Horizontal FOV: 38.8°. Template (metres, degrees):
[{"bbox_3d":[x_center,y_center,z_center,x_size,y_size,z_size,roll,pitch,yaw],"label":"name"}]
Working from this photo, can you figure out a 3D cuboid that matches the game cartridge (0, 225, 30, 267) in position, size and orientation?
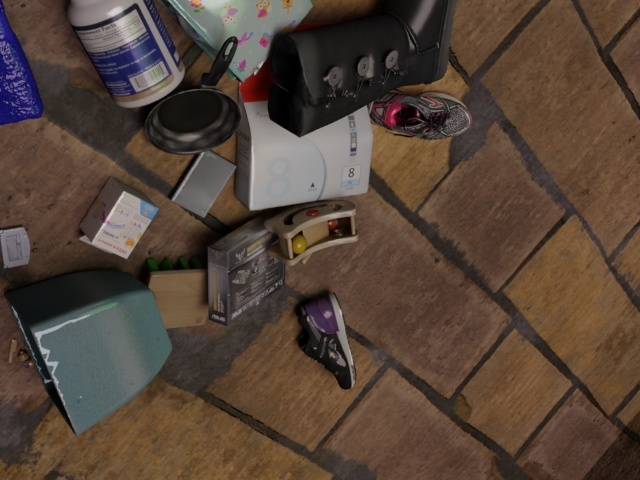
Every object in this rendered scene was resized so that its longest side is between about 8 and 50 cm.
[{"bbox_3d":[-0.607,0.012,1.804,0.055,0.017,0.083,-10,119,-24],"label":"game cartridge"}]

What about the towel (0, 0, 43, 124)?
[{"bbox_3d":[-0.624,-0.321,1.528,0.227,0.076,0.308,-10,126,6],"label":"towel"}]

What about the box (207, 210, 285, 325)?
[{"bbox_3d":[-0.161,0.059,2.017,0.231,0.056,0.183,-36,135,-51],"label":"box"}]

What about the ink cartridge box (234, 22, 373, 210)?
[{"bbox_3d":[-0.026,-0.271,1.977,0.308,0.091,0.385,-10,119,-28],"label":"ink cartridge box"}]

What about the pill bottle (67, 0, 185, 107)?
[{"bbox_3d":[-0.367,-0.390,1.660,0.153,0.153,0.265,-33,127,-14],"label":"pill bottle"}]

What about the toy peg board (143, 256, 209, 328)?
[{"bbox_3d":[-0.325,0.109,2.006,0.161,0.079,0.161,-2,130,-31],"label":"toy peg board"}]

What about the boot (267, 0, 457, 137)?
[{"bbox_3d":[0.083,-0.446,1.868,0.445,0.146,0.367,-23,121,-32],"label":"boot"}]

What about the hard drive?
[{"bbox_3d":[-0.253,-0.126,1.951,0.094,0.022,0.135,29,96,-38],"label":"hard drive"}]

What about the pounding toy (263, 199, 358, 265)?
[{"bbox_3d":[0.000,0.000,2.030,0.269,0.154,0.155,-32,124,-47],"label":"pounding toy"}]

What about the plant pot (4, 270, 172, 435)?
[{"bbox_3d":[-0.451,0.193,1.833,0.252,0.247,0.248,-25,114,-23],"label":"plant pot"}]

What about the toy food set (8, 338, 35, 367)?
[{"bbox_3d":[-0.594,0.237,1.924,0.122,0.019,0.078,3,112,-33],"label":"toy food set"}]

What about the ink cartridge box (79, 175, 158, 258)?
[{"bbox_3d":[-0.416,-0.038,1.850,0.092,0.090,0.143,29,96,-39],"label":"ink cartridge box"}]

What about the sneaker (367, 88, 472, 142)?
[{"bbox_3d":[0.238,-0.283,2.122,0.299,0.112,0.121,0,114,-33],"label":"sneaker"}]

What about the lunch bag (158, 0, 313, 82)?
[{"bbox_3d":[-0.165,-0.463,1.749,0.223,0.160,0.262,-49,123,-3],"label":"lunch bag"}]

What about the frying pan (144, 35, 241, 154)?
[{"bbox_3d":[-0.255,-0.279,1.774,0.197,0.053,0.326,-12,148,-10],"label":"frying pan"}]

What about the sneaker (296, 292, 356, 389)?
[{"bbox_3d":[0.007,0.264,2.283,0.124,0.107,0.283,-17,119,-7],"label":"sneaker"}]
